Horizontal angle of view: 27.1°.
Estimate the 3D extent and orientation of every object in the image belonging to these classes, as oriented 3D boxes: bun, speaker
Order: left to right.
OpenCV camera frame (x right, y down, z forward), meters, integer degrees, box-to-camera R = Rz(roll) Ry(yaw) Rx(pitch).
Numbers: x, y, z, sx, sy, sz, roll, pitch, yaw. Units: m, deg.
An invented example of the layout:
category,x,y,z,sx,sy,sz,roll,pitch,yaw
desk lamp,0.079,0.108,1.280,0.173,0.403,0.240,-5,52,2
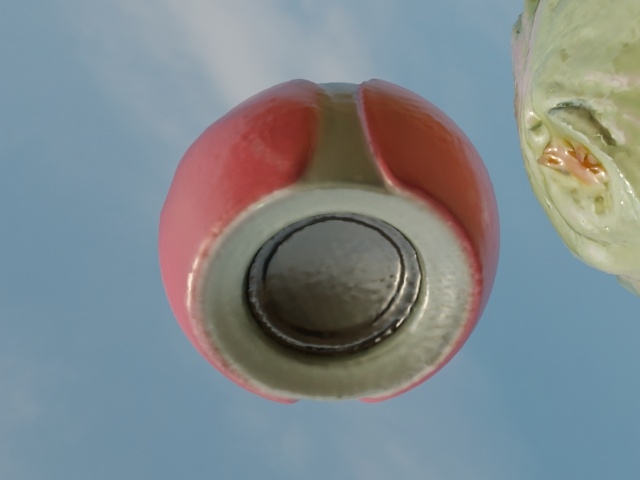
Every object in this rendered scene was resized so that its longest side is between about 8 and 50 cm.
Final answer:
category,x,y,z,sx,sy,sz,roll,pitch,yaw
speaker,0.000,0.000,1.141,0.294,0.294,0.294,15,-125,-22
bun,0.191,-0.072,0.710,0.187,0.293,0.293,-9,-114,-20
